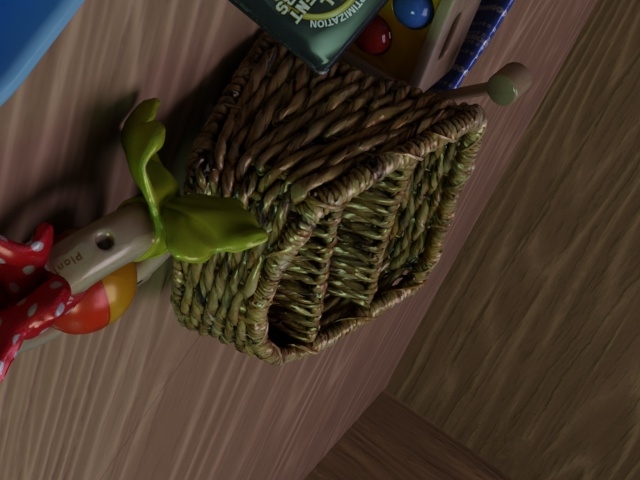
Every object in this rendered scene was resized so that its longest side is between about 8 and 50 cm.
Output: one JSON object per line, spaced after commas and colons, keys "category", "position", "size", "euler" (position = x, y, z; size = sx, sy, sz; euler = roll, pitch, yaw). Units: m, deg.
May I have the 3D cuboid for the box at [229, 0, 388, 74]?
{"category": "box", "position": [0.107, -0.296, 0.619], "size": [0.318, 0.097, 0.395], "euler": [-48, -174, 28]}

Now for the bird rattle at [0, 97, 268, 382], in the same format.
{"category": "bird rattle", "position": [-0.169, 0.029, 0.714], "size": [0.253, 0.143, 0.207], "euler": [-44, 178, -31]}

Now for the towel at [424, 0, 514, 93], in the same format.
{"category": "towel", "position": [0.141, -0.215, 1.126], "size": [0.336, 0.040, 0.243], "euler": [-57, -163, 2]}

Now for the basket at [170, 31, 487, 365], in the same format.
{"category": "basket", "position": [0.000, 0.000, 0.908], "size": [0.299, 0.223, 0.213], "euler": [104, 9, -55]}

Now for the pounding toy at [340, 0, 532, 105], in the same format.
{"category": "pounding toy", "position": [0.096, -0.183, 0.931], "size": [0.094, 0.206, 0.181], "euler": [-42, 161, -43]}

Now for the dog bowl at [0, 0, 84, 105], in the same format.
{"category": "dog bowl", "position": [-0.134, -0.162, 0.382], "size": [0.297, 0.074, 0.166], "euler": [-60, 155, -18]}
